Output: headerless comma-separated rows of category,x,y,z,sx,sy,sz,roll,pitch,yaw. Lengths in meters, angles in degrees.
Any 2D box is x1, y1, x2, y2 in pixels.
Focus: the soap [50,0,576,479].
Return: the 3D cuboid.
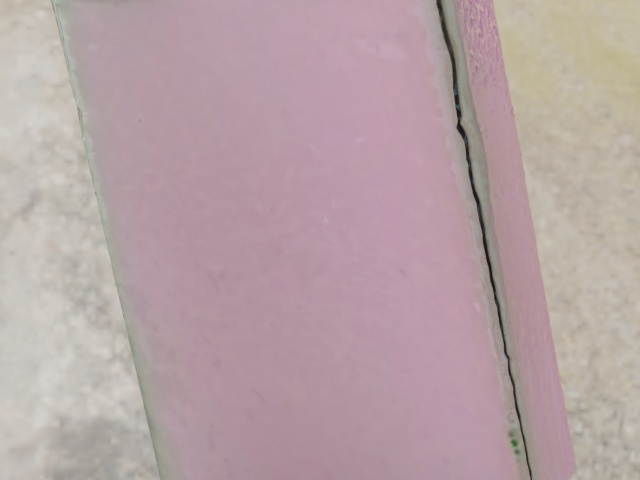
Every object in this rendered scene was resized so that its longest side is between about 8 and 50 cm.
soap,0.001,-0.001,0.662,0.181,0.259,0.081,-9,9,23
